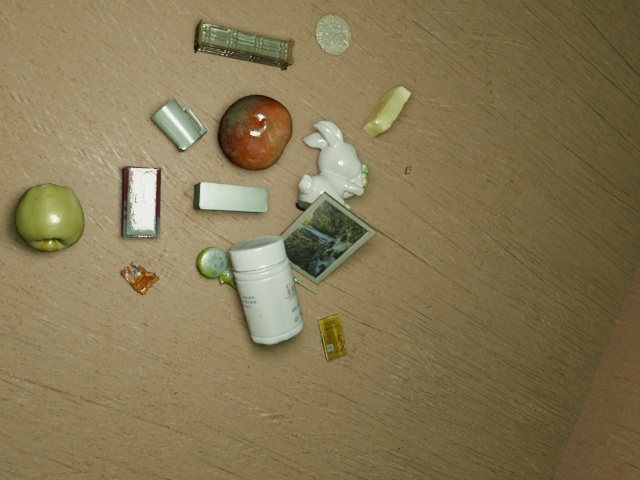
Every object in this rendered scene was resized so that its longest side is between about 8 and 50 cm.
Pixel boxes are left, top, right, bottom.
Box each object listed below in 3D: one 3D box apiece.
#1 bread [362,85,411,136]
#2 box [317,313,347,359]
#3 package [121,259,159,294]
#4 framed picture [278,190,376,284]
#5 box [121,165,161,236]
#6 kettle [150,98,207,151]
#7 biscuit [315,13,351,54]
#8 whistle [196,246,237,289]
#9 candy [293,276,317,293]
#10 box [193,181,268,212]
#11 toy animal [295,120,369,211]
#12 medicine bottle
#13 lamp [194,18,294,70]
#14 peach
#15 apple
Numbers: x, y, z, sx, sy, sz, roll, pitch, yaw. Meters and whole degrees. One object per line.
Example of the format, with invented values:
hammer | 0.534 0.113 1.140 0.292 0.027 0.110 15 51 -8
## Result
bread | 0.248 -0.481 1.972 0.068 0.125 0.188 37 78 -18
box | 0.045 0.360 1.973 0.089 0.022 0.156 -16 98 -20
package | -0.581 0.117 1.700 0.110 0.033 0.077 49 65 -22
framed picture | 0.000 0.000 1.831 0.240 0.020 0.324 37 121 -20
box | -0.568 -0.122 1.679 0.120 0.069 0.224 3 89 -22
kettle | -0.457 -0.372 1.712 0.098 0.127 0.148 -34 110 15
biscuit | 0.046 -0.754 1.936 0.152 0.020 0.152 0 90 -22
whistle | -0.334 0.103 1.796 0.198 0.057 0.104 45 70 -26
candy | -0.087 0.146 1.903 0.201 0.060 0.060 34 79 -29
box | -0.298 -0.138 1.756 0.225 0.129 0.086 2 91 -22
toy animal | 0.032 -0.240 1.860 0.247 0.183 0.310 24 83 -22
medicine bottle | -0.180 0.156 1.760 0.190 0.190 0.332 -19 107 -21
lamp | -0.254 -0.653 1.780 0.325 0.089 0.090 5 89 -23
peach | -0.213 -0.356 1.730 0.252 0.252 0.252 -1 92 -23
apple | -0.781 -0.065 1.532 0.200 0.200 0.200 -1 92 -23
